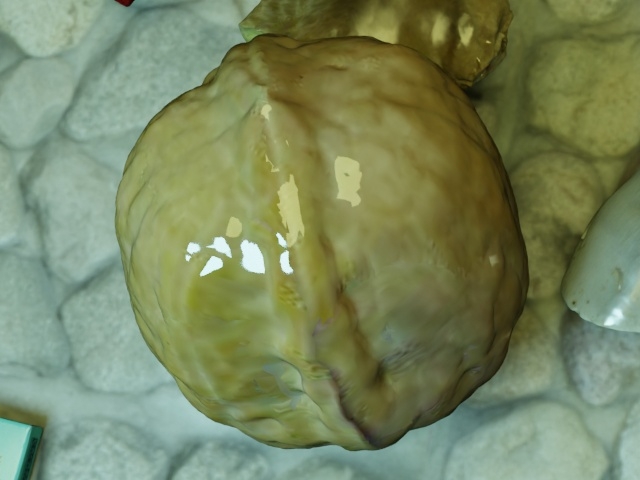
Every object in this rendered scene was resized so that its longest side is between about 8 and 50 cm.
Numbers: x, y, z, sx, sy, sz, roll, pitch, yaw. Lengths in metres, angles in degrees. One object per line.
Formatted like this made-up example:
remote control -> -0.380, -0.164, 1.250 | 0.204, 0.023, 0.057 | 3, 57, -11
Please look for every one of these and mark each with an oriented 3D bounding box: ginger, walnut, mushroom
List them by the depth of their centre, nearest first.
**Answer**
walnut -> 0.000, -0.003, 1.288 | 0.306, 0.344, 0.306 | -6, 55, 8
mushroom -> 0.281, -0.027, 1.385 | 0.116, 0.093, 0.225 | 27, 89, 32
ginger -> 0.077, -0.215, 1.427 | 0.219, 0.123, 0.270 | 38, 86, 26

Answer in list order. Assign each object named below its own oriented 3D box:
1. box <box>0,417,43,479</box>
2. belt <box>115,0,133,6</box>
box -> -0.343, 0.249, 1.443 | 0.162, 0.041, 0.229 | 12, 81, 10
belt -> -0.206, -0.307, 1.482 | 0.201, 0.128, 0.124 | 38, 86, 9
